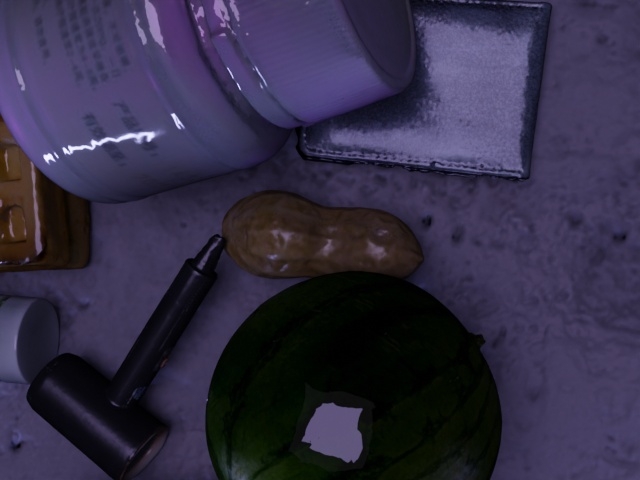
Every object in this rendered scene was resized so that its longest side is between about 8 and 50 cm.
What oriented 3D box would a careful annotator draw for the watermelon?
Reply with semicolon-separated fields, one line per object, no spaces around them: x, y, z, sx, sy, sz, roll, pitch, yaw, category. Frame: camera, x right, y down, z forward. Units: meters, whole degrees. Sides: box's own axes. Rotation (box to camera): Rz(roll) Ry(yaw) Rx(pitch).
0.028;0.145;0.854;0.242;0.242;0.242;0;89;14;watermelon

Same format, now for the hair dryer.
-0.168;0.091;0.982;0.128;0.070;0.255;34;102;13;hair dryer

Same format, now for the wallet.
0.089;-0.145;0.953;0.222;0.036;0.167;7;89;12;wallet

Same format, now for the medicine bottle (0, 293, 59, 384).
-0.359;0.092;1.029;0.183;0.086;0.086;4;90;13;medicine bottle

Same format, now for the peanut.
-0.001;0.000;0.943;0.193;0.089;0.089;7;90;14;peanut

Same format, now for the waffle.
-0.345;-0.126;1.029;0.224;0.098;0.327;-5;85;12;waffle

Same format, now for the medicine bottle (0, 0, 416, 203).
-0.095;-0.175;0.873;0.302;0.241;0.241;-14;85;23;medicine bottle
